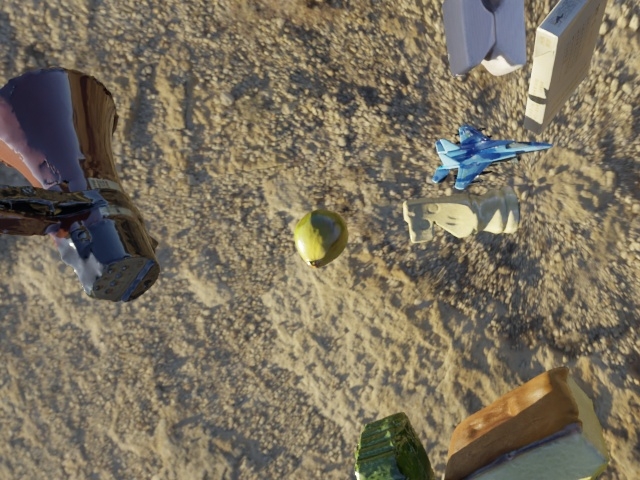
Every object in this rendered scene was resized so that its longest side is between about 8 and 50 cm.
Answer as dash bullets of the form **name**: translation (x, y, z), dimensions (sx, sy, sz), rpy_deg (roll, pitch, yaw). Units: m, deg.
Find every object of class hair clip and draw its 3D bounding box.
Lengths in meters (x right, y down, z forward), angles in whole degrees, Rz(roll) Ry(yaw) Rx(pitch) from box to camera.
- **hair clip**: translation (0.194, -0.374, 0.754), dimensions (0.101, 0.085, 0.330), rpy_deg (-8, 96, -14)

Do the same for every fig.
- **fig**: translation (0.003, -0.008, 1.553), dimensions (0.136, 0.120, 0.152), rpy_deg (5, 114, 17)

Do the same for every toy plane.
- **toy plane**: translation (0.362, -0.182, 1.287), dimensions (0.247, 0.078, 0.169), rpy_deg (-1, 61, 19)

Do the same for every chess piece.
- **chess piece**: translation (0.255, -0.047, 1.115), dimensions (0.201, 0.090, 0.089), rpy_deg (-6, 93, 3)

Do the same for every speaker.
- **speaker**: translation (-0.346, -0.087, 0.803), dimensions (0.198, 0.259, 0.329), rpy_deg (-36, 55, 3)

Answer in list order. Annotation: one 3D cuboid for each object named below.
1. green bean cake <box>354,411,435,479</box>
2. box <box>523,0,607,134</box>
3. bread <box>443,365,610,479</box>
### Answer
- **green bean cake**: translation (0.158, 0.487, 1.249), dimensions (0.113, 0.200, 0.214), rpy_deg (-21, 98, 17)
- **box**: translation (0.519, -0.395, 1.284), dimensions (0.051, 0.365, 0.204), rpy_deg (37, 83, 23)
- **bread**: translation (0.438, 0.441, 1.319), dimensions (0.324, 0.333, 0.143), rpy_deg (-38, 86, 18)
